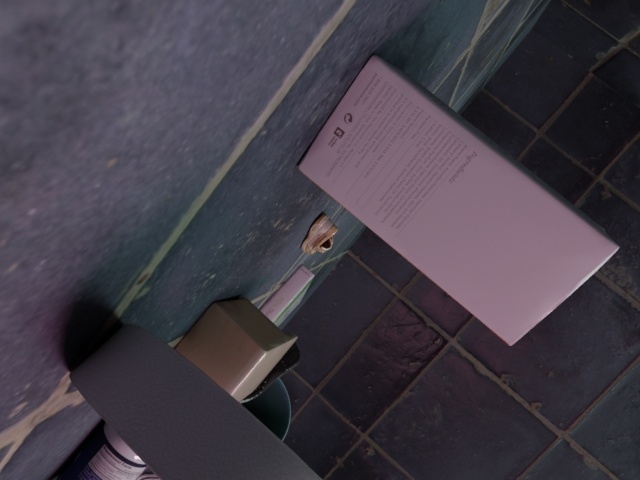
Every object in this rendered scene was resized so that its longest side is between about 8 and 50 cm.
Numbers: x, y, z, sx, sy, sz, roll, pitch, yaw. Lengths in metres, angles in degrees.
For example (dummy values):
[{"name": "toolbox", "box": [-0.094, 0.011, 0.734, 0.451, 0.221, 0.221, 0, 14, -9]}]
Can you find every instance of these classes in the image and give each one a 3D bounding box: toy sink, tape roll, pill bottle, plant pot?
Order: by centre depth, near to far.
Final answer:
[{"name": "tape roll", "box": [-0.082, 0.244, 0.464, 0.072, 0.392, 0.392, -47, 173, -28]}, {"name": "pill bottle", "box": [-0.304, 0.321, 0.700, 0.169, 0.094, 0.094, -49, 173, -4]}, {"name": "toy sink", "box": [-0.158, 0.200, 0.845, 0.153, 0.131, 0.234, -50, 169, 4]}, {"name": "plant pot", "box": [-0.284, 0.583, 1.560, 0.235, 0.293, 0.293, -35, -175, 43]}]

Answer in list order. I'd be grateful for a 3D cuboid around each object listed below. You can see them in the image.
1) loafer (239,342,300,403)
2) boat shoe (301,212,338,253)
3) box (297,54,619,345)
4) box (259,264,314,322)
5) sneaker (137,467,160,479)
[{"name": "loafer", "box": [-0.217, 0.421, 1.446, 0.365, 0.134, 0.130, -11, 159, -48]}, {"name": "boat shoe", "box": [0.000, 0.000, 1.076, 0.063, 0.059, 0.170, -47, 173, -23]}, {"name": "box", "box": [0.177, -0.066, 0.634, 0.168, 0.345, 0.215, -52, 172, 23]}, {"name": "box", "box": [-0.134, 0.219, 1.450, 0.232, 0.058, 0.322, -47, 174, -24]}, {"name": "sneaker", "box": [-0.314, 0.370, 0.840, 0.320, 0.128, 0.126, -23, -175, 27]}]
